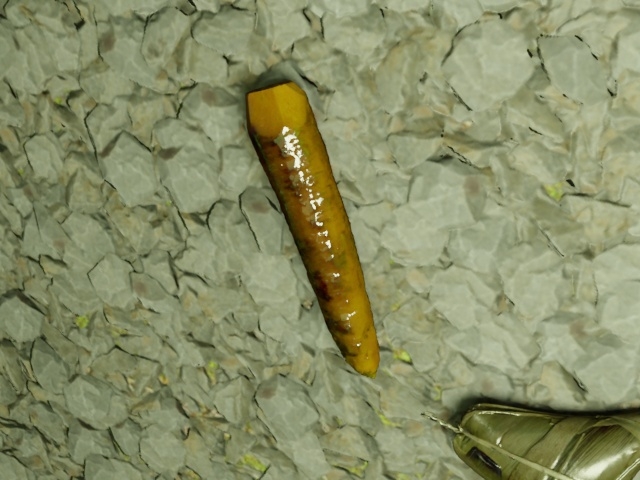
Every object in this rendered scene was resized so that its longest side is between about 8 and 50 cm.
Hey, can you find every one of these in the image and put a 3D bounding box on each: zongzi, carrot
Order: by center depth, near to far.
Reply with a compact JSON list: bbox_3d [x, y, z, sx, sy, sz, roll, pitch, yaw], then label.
[{"bbox_3d":[0.221,0.169,0.912,0.189,0.081,0.178,40,101,19],"label":"zongzi"},{"bbox_3d":[0.000,0.000,0.924,0.066,0.066,0.314,-10,108,27],"label":"carrot"}]
